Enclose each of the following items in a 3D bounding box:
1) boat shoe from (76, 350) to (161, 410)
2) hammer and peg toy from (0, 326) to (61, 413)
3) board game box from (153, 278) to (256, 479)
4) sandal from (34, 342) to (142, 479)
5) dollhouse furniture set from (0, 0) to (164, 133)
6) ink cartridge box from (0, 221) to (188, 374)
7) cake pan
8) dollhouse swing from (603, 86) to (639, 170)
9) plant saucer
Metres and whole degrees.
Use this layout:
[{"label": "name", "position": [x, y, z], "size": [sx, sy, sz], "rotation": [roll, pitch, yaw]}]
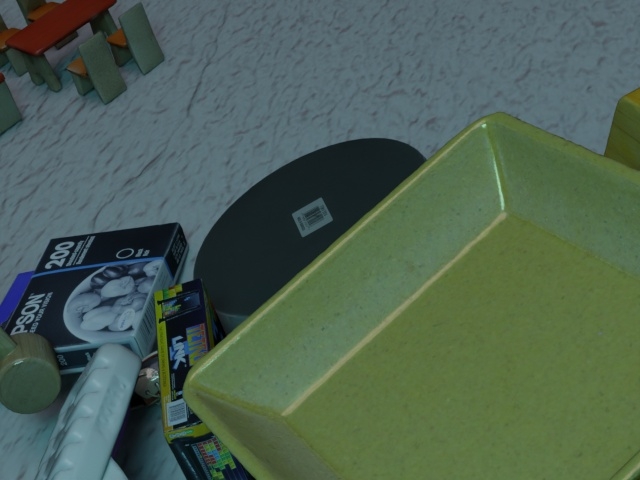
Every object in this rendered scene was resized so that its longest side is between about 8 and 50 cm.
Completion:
[{"label": "boat shoe", "position": [-0.164, 0.136, 1.077], "size": [0.137, 0.049, 0.043], "rotation": [-15, 42, 8]}, {"label": "hammer and peg toy", "position": [-0.434, 0.114, 1.043], "size": [0.361, 0.266, 0.127], "rotation": [-24, 20, -6]}, {"label": "board game box", "position": [-0.091, 0.139, 0.969], "size": [0.048, 0.141, 0.170], "rotation": [-18, 38, 3]}, {"label": "sandal", "position": [-0.184, 0.253, 0.893], "size": [0.102, 0.169, 0.416], "rotation": [24, 47, -14]}, {"label": "dollhouse furniture set", "position": [-0.392, -0.269, 1.583], "size": [0.262, 0.135, 0.259], "rotation": [21, 53, 39]}, {"label": "ink cartridge box", "position": [-0.255, 0.063, 1.186], "size": [0.208, 0.045, 0.206], "rotation": [-10, 31, 12]}, {"label": "cake pan", "position": [0.000, 0.000, 1.121], "size": [0.293, 0.054, 0.293], "rotation": [-22, 33, 15]}, {"label": "dollhouse swing", "position": [0.456, -0.196, 1.026], "size": [0.347, 0.305, 0.315], "rotation": [-28, 40, -10]}, {"label": "plant saucer", "position": [0.113, 0.084, 0.783], "size": [0.333, 0.081, 0.333], "rotation": [-41, 37, -11]}]
